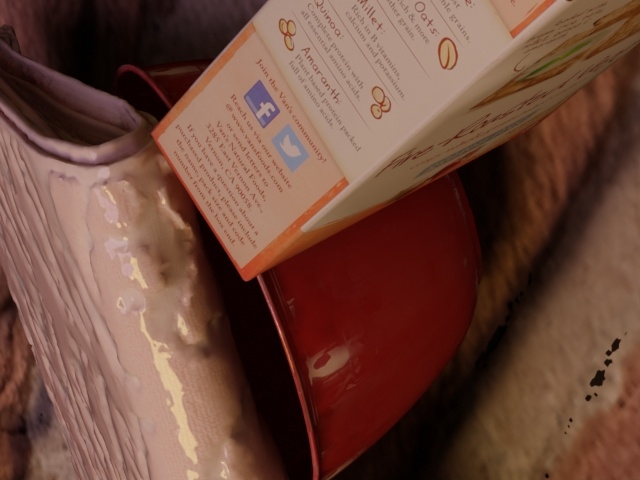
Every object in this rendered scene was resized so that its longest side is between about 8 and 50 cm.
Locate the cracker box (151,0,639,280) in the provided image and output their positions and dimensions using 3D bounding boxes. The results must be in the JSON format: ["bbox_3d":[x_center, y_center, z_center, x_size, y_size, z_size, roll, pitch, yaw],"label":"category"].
[{"bbox_3d":[0.065,-0.085,0.599,0.067,0.156,0.232,57,143,7],"label":"cracker box"}]

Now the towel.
[{"bbox_3d":[-0.075,0.077,0.842,0.317,0.053,0.331,37,147,65],"label":"towel"}]

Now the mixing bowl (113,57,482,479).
[{"bbox_3d":[0.000,0.000,0.754,0.181,0.098,0.181,60,165,28],"label":"mixing bowl"}]
